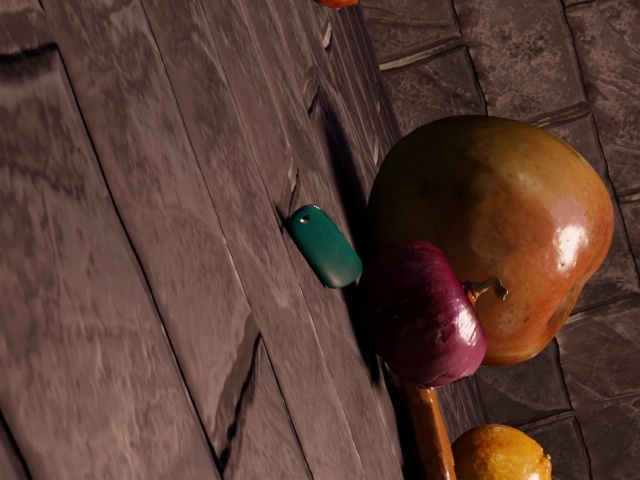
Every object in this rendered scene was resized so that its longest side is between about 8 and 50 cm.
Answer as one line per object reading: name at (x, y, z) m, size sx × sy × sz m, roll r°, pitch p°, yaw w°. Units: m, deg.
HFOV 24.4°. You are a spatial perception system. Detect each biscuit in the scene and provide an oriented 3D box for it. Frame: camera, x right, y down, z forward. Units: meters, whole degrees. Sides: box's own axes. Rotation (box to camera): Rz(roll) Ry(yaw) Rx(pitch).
biscuit at (0.129, 0.229, 1.825) m, size 0.205 × 0.049 × 0.324 m, roll 68°, pitch 10°, yaw -48°

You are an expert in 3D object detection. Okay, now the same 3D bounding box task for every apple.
apple at (0.213, -0.005, 1.996) m, size 0.305 × 0.338 × 0.338 m, roll 31°, pitch -4°, yaw 16°

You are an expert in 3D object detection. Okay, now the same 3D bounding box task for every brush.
brush at (0.000, 0.000, 1.421) m, size 0.032 × 0.043 × 0.193 m, roll 56°, pitch 1°, yaw 27°

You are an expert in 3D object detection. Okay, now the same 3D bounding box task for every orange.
orange at (0.249, 0.345, 2.081) m, size 0.177 × 0.155 × 0.177 m, roll -5°, pitch 90°, yaw -76°

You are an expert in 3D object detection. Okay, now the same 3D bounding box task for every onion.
onion at (0.118, 0.083, 1.692) m, size 0.177 × 0.153 × 0.177 m, roll 41°, pitch -17°, yaw 15°

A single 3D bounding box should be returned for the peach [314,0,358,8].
peach at (0.002, -0.415, 2.154) m, size 0.127 × 0.092 × 0.172 m, roll -87°, pitch 171°, yaw -55°
